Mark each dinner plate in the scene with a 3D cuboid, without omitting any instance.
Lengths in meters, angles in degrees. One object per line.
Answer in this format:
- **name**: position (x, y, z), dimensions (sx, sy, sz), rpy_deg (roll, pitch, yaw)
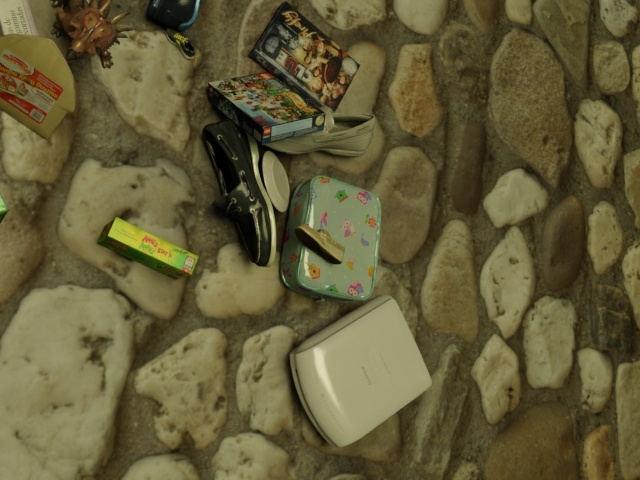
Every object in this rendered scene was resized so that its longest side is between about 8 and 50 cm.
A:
- **dinner plate**: position (-0.094, -0.133, 1.609), dimensions (0.141, 0.017, 0.141), rpy_deg (-13, 90, -74)

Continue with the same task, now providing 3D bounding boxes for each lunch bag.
- **lunch bag**: position (0.032, 0.007, 1.657), dimensions (0.223, 0.107, 0.279), rpy_deg (15, 74, -28)

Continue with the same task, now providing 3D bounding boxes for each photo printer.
- **photo printer**: position (0.085, 0.299, 1.638), dimensions (0.307, 0.107, 0.256), rpy_deg (-27, 95, -31)

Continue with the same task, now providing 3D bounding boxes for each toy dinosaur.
- **toy dinosaur**: position (-0.447, -0.467, 1.404), dimensions (0.127, 0.200, 0.296), rpy_deg (0, 81, -30)

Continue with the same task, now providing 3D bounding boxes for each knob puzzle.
- **knob puzzle**: position (-0.541, -0.308, 1.344), dimensions (0.213, 0.213, 0.030), rpy_deg (36, 35, -20)

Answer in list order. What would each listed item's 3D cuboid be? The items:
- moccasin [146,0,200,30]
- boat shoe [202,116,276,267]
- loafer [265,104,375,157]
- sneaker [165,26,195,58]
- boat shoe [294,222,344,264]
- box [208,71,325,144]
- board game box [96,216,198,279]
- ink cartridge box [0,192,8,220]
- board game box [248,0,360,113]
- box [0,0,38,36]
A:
- **moccasin**: position (-0.312, -0.635, 1.551), dimensions (0.116, 0.137, 0.342), rpy_deg (7, 77, -25)
- **boat shoe**: position (-0.182, -0.103, 1.540), dimensions (0.113, 0.127, 0.340), rpy_deg (-7, 84, -30)
- **loafer**: position (-0.014, -0.263, 1.661), dimensions (0.319, 0.112, 0.112), rpy_deg (-3, 42, -35)
- **sneaker**: position (-0.303, -0.439, 1.579), dimensions (0.083, 0.035, 0.031), rpy_deg (46, 62, -16)
- **boat shoe**: position (0.000, 0.000, 1.549), dimensions (0.135, 0.050, 0.045), rpy_deg (40, 60, -31)
- **box**: position (-0.120, -0.293, 1.565), dimensions (0.159, 0.233, 0.044), rpy_deg (-19, 134, -31)
- **board game box**: position (-0.347, 0.019, 1.442), dimensions (0.181, 0.092, 0.043), rpy_deg (28, 68, -24)
- **ink cartridge box**: position (-0.690, -0.034, 1.180), dimensions (0.289, 0.211, 0.122), rpy_deg (-25, 95, -31)
- **board game box**: position (-0.035, -0.433, 1.731), dimensions (0.243, 0.042, 0.165), rpy_deg (35, 66, -21)
- **box**: position (-0.612, -0.485, 1.389), dimensions (0.063, 0.067, 0.324), rpy_deg (-16, 91, -30)
